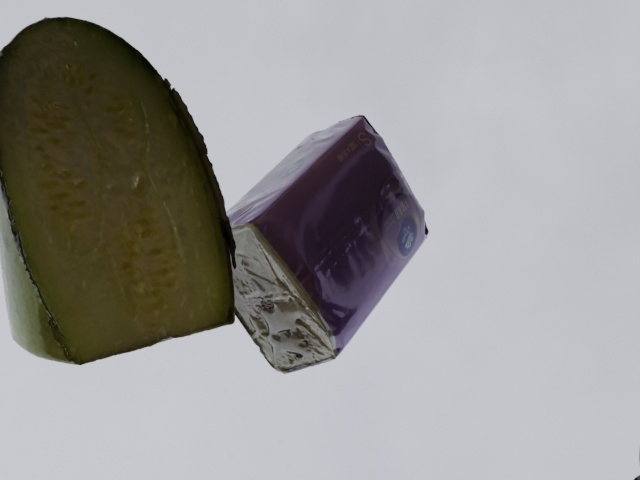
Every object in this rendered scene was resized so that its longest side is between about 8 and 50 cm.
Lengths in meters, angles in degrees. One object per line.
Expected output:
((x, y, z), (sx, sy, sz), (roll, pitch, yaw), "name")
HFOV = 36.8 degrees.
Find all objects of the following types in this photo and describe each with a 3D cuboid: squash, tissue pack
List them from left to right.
((-0.219, -0.067, 0.979), (0.234, 0.210, 0.308), (-11, -70, -36), "squash")
((0.000, 0.000, 1.430), (0.242, 0.160, 0.338), (57, -137, -16), "tissue pack")

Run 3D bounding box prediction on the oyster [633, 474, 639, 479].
((0.155, 0.142, 0.432), (0.177, 0.056, 0.105), (-41, -56, -23), "oyster")
